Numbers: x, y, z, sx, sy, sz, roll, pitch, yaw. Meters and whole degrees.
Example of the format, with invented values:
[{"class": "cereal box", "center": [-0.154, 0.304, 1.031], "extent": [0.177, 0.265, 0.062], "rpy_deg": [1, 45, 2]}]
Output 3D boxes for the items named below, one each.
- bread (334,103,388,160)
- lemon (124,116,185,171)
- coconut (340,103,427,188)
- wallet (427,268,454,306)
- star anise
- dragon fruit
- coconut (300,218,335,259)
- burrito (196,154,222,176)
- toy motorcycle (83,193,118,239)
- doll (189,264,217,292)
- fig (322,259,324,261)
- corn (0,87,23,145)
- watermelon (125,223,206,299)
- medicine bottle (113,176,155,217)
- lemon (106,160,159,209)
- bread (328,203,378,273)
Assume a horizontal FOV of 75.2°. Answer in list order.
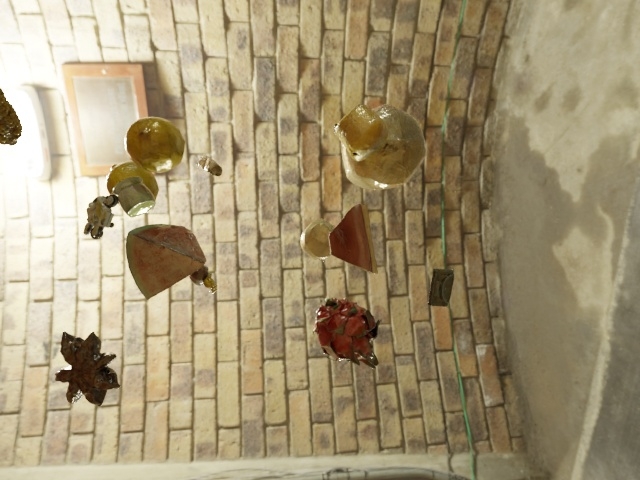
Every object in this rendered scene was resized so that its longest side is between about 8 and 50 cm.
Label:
[{"class": "bread", "center": [0.163, -0.416, 1.616], "extent": [0.171, 0.197, 0.197], "rpy_deg": [50, 161, 14]}, {"class": "lemon", "center": [-0.750, -0.435, 1.890], "extent": [0.284, 0.260, 0.261], "rpy_deg": [-171, 79, -67]}, {"class": "coconut", "center": [0.292, -0.422, 1.912], "extent": [0.404, 0.403, 0.406], "rpy_deg": [178, 90, -83]}, {"class": "wallet", "center": [0.412, 0.161, 1.409], "extent": [0.026, 0.088, 0.130], "rpy_deg": [-163, 80, -66]}, {"class": "star anise", "center": [-0.893, 0.478, 1.568], "extent": [0.108, 0.314, 0.316], "rpy_deg": [-51, -38, -72]}, {"class": "dragon fruit", "center": [0.089, 0.304, 1.356], "extent": [0.193, 0.192, 0.274], "rpy_deg": [-39, 83, 40]}, {"class": "coconut", "center": [-0.003, -0.002, 1.893], "extent": [0.194, 0.194, 0.195], "rpy_deg": [178, 90, -83]}, {"class": "burrito", "center": [-0.569, -0.381, 2.121], "extent": [0.275, 0.059, 0.082], "rpy_deg": [34, 98, 51]}, {"class": "toy motorcycle", "center": [-1.019, -0.122, 1.908], "extent": [0.229, 0.151, 0.074], "rpy_deg": [-65, -17, 1]}, {"class": "doll", "center": [-0.594, 0.191, 2.105], "extent": [0.188, 0.096, 0.145], "rpy_deg": [51, 146, -3]}, {"class": "fig", "center": [-0.037, 0.035, 2.089], "extent": [0.093, 0.093, 0.166], "rpy_deg": [-108, 8, -65]}, {"class": "corn", "center": [-0.962, -0.417, 1.194], "extent": [0.320, 0.096, 0.097], "rpy_deg": [90, 173, -47]}, {"class": "watermelon", "center": [-0.589, 0.091, 1.660], "extent": [0.292, 0.283, 0.251], "rpy_deg": [38, 128, 19]}, {"class": "medicine bottle", "center": [-0.855, -0.202, 1.910], "extent": [0.143, 0.147, 0.147], "rpy_deg": [57, 168, 7]}, {"class": "lemon", "center": [-1.034, -0.293, 2.298], "extent": [0.311, 0.253, 0.253], "rpy_deg": [55, -176, -19]}, {"class": "bread", "center": [0.085, 0.003, 1.110], "extent": [0.067, 0.119, 0.193], "rpy_deg": [25, -123, -58]}]
